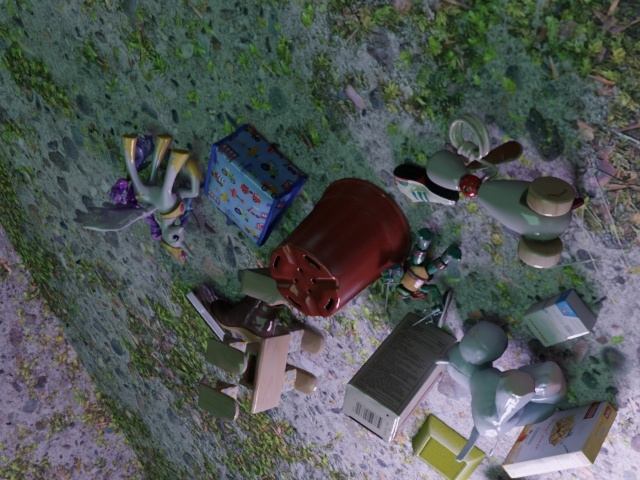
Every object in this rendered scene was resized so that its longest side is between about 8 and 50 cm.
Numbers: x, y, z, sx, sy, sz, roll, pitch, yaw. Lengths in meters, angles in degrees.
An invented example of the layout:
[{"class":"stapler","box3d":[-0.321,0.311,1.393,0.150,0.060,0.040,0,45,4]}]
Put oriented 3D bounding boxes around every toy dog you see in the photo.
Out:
[{"class":"toy dog","box3d":[0.382,-0.103,1.377,0.334,0.161,0.220,52,145,20]}]

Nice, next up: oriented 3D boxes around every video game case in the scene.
[{"class":"video game case","box3d":[-0.359,0.288,2.339,0.285,0.025,0.204,52,167,-4]}]

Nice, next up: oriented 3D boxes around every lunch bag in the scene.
[{"class":"lunch bag","box3d":[-0.202,-0.121,1.857,0.221,0.138,0.293,42,139,7]}]

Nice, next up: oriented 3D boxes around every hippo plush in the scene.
[{"class":"hippo plush","box3d":[0.416,0.324,1.645,0.236,0.234,0.294,59,134,38]}]

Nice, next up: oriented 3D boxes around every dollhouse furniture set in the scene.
[{"class":"dollhouse furniture set","box3d":[-0.100,0.296,1.943,0.256,0.362,0.394,15,100,35]}]

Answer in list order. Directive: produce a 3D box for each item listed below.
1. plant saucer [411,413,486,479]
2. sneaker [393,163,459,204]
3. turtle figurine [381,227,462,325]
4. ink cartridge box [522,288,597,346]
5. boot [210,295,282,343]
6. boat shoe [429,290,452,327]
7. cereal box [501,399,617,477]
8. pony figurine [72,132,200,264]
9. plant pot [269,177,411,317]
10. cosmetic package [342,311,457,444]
[{"class":"plant saucer","box3d":[0.355,0.615,2.004,0.188,0.045,0.188,34,138,17]},{"class":"sneaker","box3d":[0.235,-0.111,1.550,0.161,0.057,0.075,26,151,23]},{"class":"turtle figurine","box3d":[0.226,0.087,1.650,0.175,0.118,0.234,21,124,-12]},{"class":"ink cartridge box","box3d":[0.516,0.169,1.508,0.088,0.052,0.122,52,139,-3]},{"class":"boot","box3d":[-0.236,0.208,2.213,0.248,0.090,0.207,36,124,22]},{"class":"boat shoe","box3d":[0.295,0.164,1.710,0.038,0.046,0.125,25,143,19]},{"class":"cereal box","box3d":[0.550,0.460,1.612,0.047,0.173,0.240,52,139,-1]},{"class":"pony figurine","box3d":[-0.510,-0.130,2.064,0.351,0.303,0.364,18,116,20]},{"class":"plant pot","box3d":[0.035,0.031,1.667,0.272,0.265,0.272,23,134,27]},{"class":"cosmetic package","box3d":[0.198,0.337,1.735,0.153,0.296,0.129,30,137,23]}]
